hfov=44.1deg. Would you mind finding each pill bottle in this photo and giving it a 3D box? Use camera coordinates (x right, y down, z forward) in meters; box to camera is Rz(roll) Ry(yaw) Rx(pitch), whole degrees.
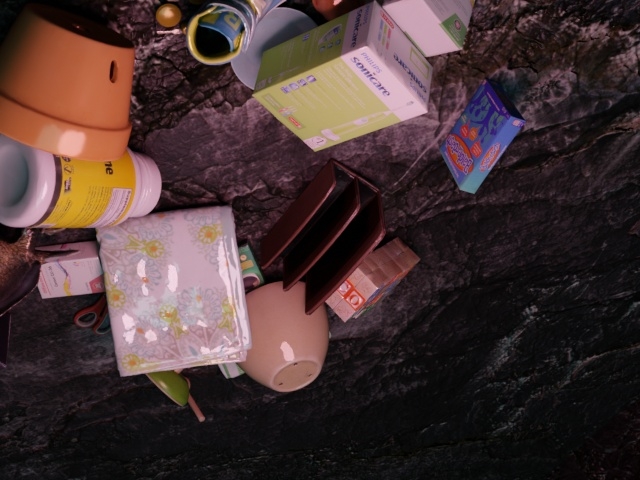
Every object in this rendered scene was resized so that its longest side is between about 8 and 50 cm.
[{"bbox_3d":[-0.481,-0.119,1.571,0.188,0.188,0.334,-44,160,23],"label":"pill bottle"}]

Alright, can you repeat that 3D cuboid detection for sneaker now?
[{"bbox_3d":[-0.125,-0.438,1.414,0.127,0.208,0.319,35,109,-16],"label":"sneaker"}]

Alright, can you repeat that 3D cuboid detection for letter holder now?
[{"bbox_3d":[0.000,0.000,1.861,0.152,0.214,0.302,31,119,-21],"label":"letter holder"}]

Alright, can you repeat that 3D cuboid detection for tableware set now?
[{"bbox_3d":[-0.263,-0.464,1.502,0.103,0.024,0.154,-5,132,-17],"label":"tableware set"}]

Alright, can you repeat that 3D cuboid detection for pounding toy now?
[{"bbox_3d":[-0.388,0.364,2.164,0.110,0.183,0.237,-46,134,-9],"label":"pounding toy"}]

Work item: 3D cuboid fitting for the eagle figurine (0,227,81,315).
[{"bbox_3d":[-0.690,0.061,1.687,0.298,0.225,0.226,-63,161,-7],"label":"eagle figurine"}]

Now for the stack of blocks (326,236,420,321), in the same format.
[{"bbox_3d":[0.120,0.107,1.983,0.171,0.087,0.297,-50,168,27],"label":"stack of blocks"}]

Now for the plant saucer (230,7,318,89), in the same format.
[{"bbox_3d":[-0.091,-0.392,1.608,0.194,0.037,0.195,-9,134,-9],"label":"plant saucer"}]

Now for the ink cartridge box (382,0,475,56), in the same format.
[{"bbox_3d":[0.218,-0.482,1.491,0.093,0.213,0.154,-1,152,44],"label":"ink cartridge box"}]

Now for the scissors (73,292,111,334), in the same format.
[{"bbox_3d":[-0.522,0.135,1.990,0.109,0.021,0.297,22,122,-29],"label":"scissors"}]

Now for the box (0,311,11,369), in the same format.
[{"bbox_3d":[-0.963,0.221,1.825,0.312,0.179,0.343,-30,133,11],"label":"box"}]

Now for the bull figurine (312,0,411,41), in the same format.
[{"bbox_3d":[0.118,-0.432,1.591,0.188,0.101,0.310,-39,133,14],"label":"bull figurine"}]

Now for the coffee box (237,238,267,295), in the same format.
[{"bbox_3d":[-0.201,0.097,1.995,0.113,0.040,0.184,-21,115,4],"label":"coffee box"}]

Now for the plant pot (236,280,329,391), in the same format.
[{"bbox_3d":[-0.091,0.266,1.991,0.284,0.191,0.284,-16,139,-14],"label":"plant pot"}]

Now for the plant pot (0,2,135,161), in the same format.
[{"bbox_3d":[-0.466,-0.297,1.437,0.290,0.291,0.204,15,111,-28],"label":"plant pot"}]

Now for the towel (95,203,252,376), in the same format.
[{"bbox_3d":[-0.337,0.118,1.840,0.320,0.090,0.375,-8,94,-7],"label":"towel"}]

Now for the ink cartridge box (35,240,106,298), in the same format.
[{"bbox_3d":[-0.609,0.072,1.862,0.198,0.067,0.115,-6,132,-4],"label":"ink cartridge box"}]

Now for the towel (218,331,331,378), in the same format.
[{"bbox_3d":[-0.135,0.268,2.162,0.324,0.038,0.248,-21,148,-5],"label":"towel"}]

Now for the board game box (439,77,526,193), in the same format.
[{"bbox_3d":[0.364,-0.238,1.803,0.047,0.160,0.210,12,127,-25],"label":"board game box"}]

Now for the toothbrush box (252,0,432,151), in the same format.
[{"bbox_3d":[0.043,-0.309,1.538,0.283,0.122,0.206,-14,143,38],"label":"toothbrush box"}]
